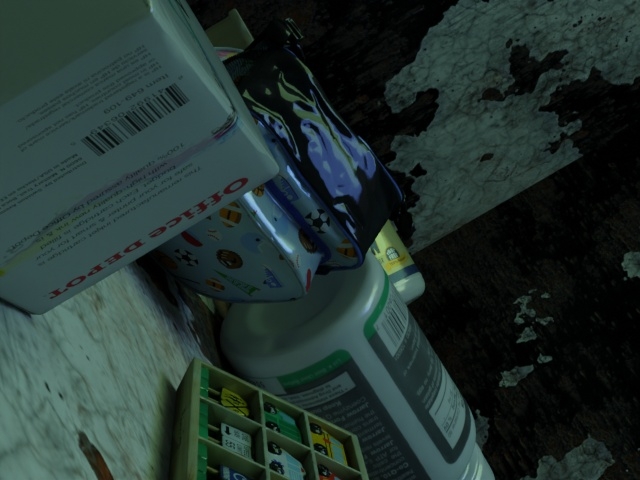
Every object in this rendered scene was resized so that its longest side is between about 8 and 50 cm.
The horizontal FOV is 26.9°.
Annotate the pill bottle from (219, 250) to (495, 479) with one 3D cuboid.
[{"bbox_3d":[0.055,0.194,1.554,0.361,0.204,0.204,58,4,-29],"label":"pill bottle"}]

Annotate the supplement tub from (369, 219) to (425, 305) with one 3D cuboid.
[{"bbox_3d":[0.000,0.000,2.158,0.316,0.228,0.228,60,4,6],"label":"supplement tub"}]

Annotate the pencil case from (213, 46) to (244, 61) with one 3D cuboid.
[{"bbox_3d":[-0.114,-0.091,1.578,0.124,0.113,0.273,-117,-162,-53],"label":"pencil case"}]

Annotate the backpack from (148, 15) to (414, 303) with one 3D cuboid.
[{"bbox_3d":[-0.085,-0.058,1.384,0.263,0.213,0.277,-4,-53,50],"label":"backpack"}]

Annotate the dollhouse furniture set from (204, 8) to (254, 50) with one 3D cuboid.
[{"bbox_3d":[-0.131,-0.149,1.793,0.303,0.198,0.286,57,5,-50],"label":"dollhouse furniture set"}]

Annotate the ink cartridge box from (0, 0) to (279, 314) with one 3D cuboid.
[{"bbox_3d":[-0.179,-0.106,0.803,0.197,0.198,0.270,60,3,19],"label":"ink cartridge box"}]

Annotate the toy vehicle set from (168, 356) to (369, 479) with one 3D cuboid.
[{"bbox_3d":[-0.037,0.185,1.061,0.166,0.035,0.267,27,11,-11],"label":"toy vehicle set"}]
